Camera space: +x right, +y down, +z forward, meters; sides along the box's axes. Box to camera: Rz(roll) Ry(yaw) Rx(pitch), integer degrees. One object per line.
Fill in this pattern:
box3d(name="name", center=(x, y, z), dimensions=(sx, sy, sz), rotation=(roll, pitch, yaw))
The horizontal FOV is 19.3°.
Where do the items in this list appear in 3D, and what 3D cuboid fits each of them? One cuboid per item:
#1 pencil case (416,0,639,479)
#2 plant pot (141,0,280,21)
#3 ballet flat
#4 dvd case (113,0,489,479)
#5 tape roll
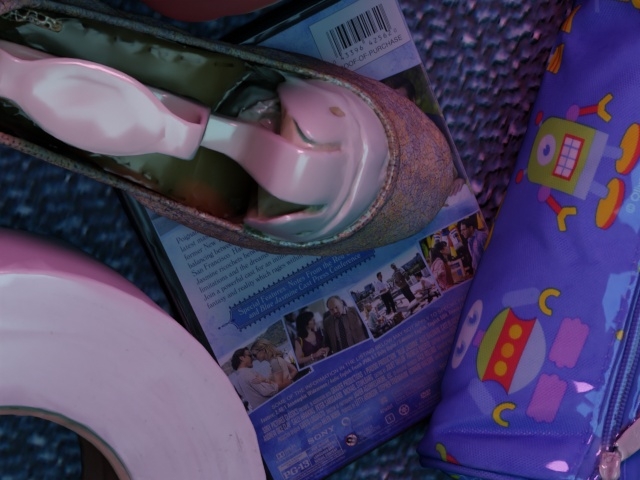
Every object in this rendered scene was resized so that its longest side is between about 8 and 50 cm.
box3d(name="pencil case", center=(0.153, 0.006, 1.010), dimensions=(0.119, 0.133, 0.306), rotation=(19, 88, -32))
box3d(name="plant pot", center=(-0.074, -0.244, 0.805), dimensions=(0.275, 0.275, 0.243), rotation=(-48, 125, -5))
box3d(name="ballet flat", center=(-0.057, -0.050, 0.914), dimensions=(0.316, 0.106, 0.107), rotation=(14, 99, -25))
box3d(name="dvd case", center=(0.000, 0.000, 1.023), dimensions=(0.180, 0.022, 0.253), rotation=(-29, 114, -13))
box3d(name="tape roll", center=(-0.174, 0.139, 0.943), dimensions=(0.286, 0.100, 0.286), rotation=(-7, 107, -22))
